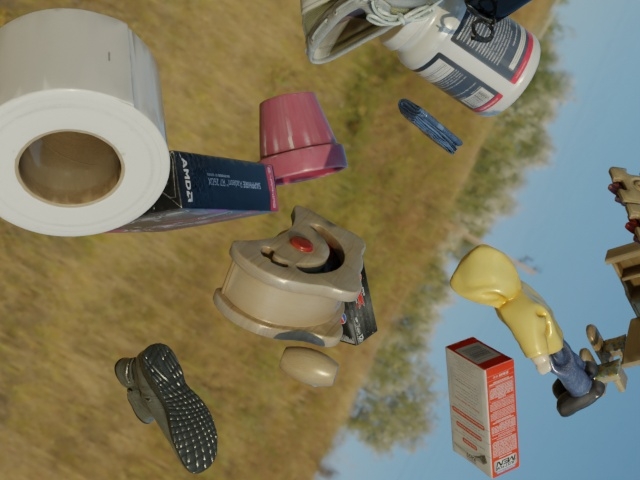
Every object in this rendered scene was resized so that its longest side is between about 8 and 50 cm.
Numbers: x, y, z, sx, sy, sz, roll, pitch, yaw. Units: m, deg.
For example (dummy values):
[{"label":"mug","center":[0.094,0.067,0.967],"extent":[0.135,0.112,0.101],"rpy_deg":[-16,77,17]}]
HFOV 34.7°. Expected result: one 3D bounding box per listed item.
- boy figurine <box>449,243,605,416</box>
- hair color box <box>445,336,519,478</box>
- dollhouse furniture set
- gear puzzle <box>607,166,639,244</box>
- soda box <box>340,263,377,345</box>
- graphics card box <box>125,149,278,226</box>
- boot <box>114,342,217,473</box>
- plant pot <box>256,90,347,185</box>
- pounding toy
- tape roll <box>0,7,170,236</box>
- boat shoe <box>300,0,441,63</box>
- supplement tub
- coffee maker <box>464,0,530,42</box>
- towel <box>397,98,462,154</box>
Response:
[{"label":"boy figurine","center":[0.300,0.128,1.484],"extent":[0.092,0.285,0.177],"rpy_deg":[-38,-161,18]},{"label":"hair color box","center":[0.221,0.227,1.397],"extent":[0.093,0.053,0.167],"rpy_deg":[29,-51,57]},{"label":"dollhouse furniture set","center":[0.577,0.127,1.821],"extent":[0.212,0.161,0.242],"rpy_deg":[-20,-159,33]},{"label":"gear puzzle","center":[0.501,0.030,1.370],"extent":[0.339,0.175,0.044],"rpy_deg":[-96,-162,-47]},{"label":"soda box","center":[0.046,0.088,1.725],"extent":[0.060,0.053,0.169],"rpy_deg":[-31,119,-40]},{"label":"graphics card box","center":[-0.241,-0.071,1.631],"extent":[0.371,0.232,0.094],"rpy_deg":[1,81,-71]},{"label":"boot","center":[-0.278,0.306,1.836],"extent":[0.083,0.247,0.161],"rpy_deg":[-21,172,-35]},{"label":"plant pot","center":[-0.056,-0.227,2.268],"extent":[0.201,0.201,0.180],"rpy_deg":[141,-64,-84]},{"label":"pounding toy","center":[-0.047,0.076,1.191],"extent":[0.269,0.154,0.155],"rpy_deg":[-78,-171,-66]},{"label":"tape roll","center":[-0.319,-0.146,1.300],"extent":[0.169,0.246,0.246],"rpy_deg":[-103,-148,-42]},{"label":"boat shoe","center":[0.074,-0.319,1.414],"extent":[0.320,0.118,0.103],"rpy_deg":[-1,-93,56]},{"label":"supplement tub","center":[0.270,-0.382,1.985],"extent":[0.191,0.272,0.191],"rpy_deg":[-49,-158,28]},{"label":"coffee maker","center":[0.331,-0.435,1.691],"extent":[0.178,0.120,0.171],"rpy_deg":[-21,-106,58]},{"label":"towel","center":[0.177,-0.187,1.673],"extent":[0.029,0.119,0.067],"rpy_deg":[-53,-141,6]}]
